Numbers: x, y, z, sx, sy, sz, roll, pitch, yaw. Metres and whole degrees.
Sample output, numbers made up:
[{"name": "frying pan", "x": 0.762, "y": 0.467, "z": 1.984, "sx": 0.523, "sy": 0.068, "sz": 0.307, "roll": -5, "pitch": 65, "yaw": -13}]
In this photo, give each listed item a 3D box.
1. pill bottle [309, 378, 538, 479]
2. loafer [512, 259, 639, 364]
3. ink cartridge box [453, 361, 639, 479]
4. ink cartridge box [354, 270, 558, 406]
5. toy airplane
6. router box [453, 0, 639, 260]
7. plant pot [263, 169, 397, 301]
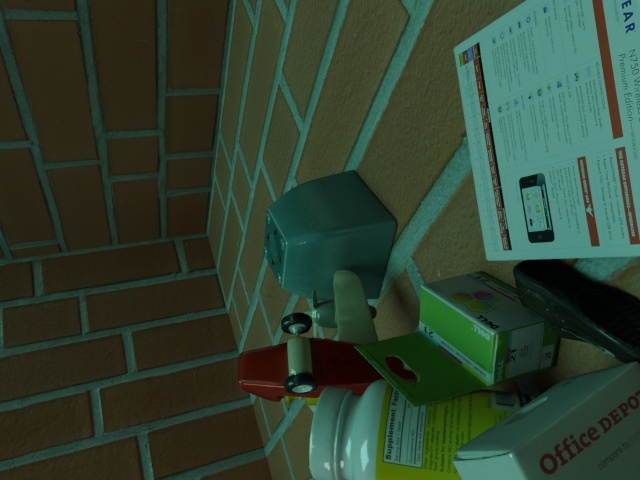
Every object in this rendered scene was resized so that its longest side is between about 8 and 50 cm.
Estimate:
[{"name": "pill bottle", "x": 0.162, "y": 0.310, "z": 0.773, "sx": 0.188, "sy": 0.333, "sz": 0.188, "roll": 2, "pitch": -90, "yaw": -74}, {"name": "loafer", "x": 0.353, "y": 0.100, "z": 0.698, "sx": 0.220, "sy": 0.080, "sz": 0.078, "roll": -132, "pitch": 27, "yaw": -56}, {"name": "ink cartridge box", "x": 0.327, "y": 0.324, "z": 0.563, "sx": 0.306, "sy": 0.226, "sz": 0.131, "roll": 62, "pitch": 155, "yaw": 14}, {"name": "ink cartridge box", "x": 0.208, "y": 0.144, "z": 0.814, "sx": 0.189, "sy": 0.255, "sz": 0.097, "roll": -143, "pitch": 49, "yaw": -60}, {"name": "toy airplane", "x": 0.066, "y": 0.283, "z": 1.063, "sx": 0.384, "sy": 0.386, "sz": 0.272, "roll": 42, "pitch": 139, "yaw": 9}, {"name": "router box", "x": 0.318, "y": -0.144, "z": 0.667, "sx": 0.301, "sy": 0.082, "sz": 0.336, "roll": 173, "pitch": 88, "yaw": -68}, {"name": "plant pot", "x": 0.000, "y": 0.000, "z": 1.276, "sx": 0.248, "sy": 0.252, "sz": 0.247, "roll": -123, "pitch": 33, "yaw": -45}]
